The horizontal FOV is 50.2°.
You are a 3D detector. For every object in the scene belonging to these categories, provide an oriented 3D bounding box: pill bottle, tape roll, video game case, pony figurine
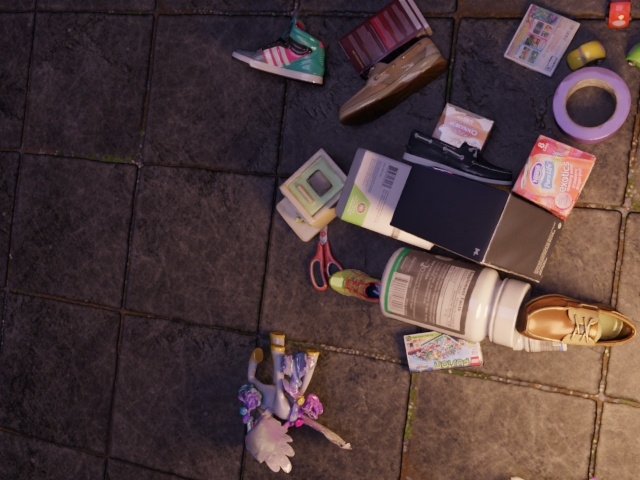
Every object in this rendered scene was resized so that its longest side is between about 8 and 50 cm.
[{"bbox_3d":[0.355,0.153,1.815,0.361,0.204,0.204,15,94,25],"label":"pill bottle"},{"bbox_3d":[0.705,-0.351,1.784,0.188,0.080,0.189,-1,88,20],"label":"tape roll"},{"bbox_3d":[0.600,-0.544,1.856,0.143,0.019,0.157,30,100,18],"label":"video game case"},{"bbox_3d":[-0.104,0.483,1.983,0.351,0.302,0.364,15,99,51],"label":"pony figurine"},{"bbox_3d":[0.581,0.258,1.819,0.137,0.078,0.078,-5,88,19],"label":"pill bottle"}]

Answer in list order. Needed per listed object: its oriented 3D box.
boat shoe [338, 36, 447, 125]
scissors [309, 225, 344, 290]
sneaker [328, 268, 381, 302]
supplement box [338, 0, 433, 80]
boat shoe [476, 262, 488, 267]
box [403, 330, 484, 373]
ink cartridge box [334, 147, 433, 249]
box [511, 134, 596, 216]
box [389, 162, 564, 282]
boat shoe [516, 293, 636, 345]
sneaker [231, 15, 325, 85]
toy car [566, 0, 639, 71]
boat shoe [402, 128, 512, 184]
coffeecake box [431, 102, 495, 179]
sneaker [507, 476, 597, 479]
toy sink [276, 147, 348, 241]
[{"bbox_3d":[0.190,-0.450,1.953,0.341,0.121,0.110,-31,75,6],"label":"boat shoe"},{"bbox_3d":[0.000,0.000,2.056,0.109,0.021,0.297,-13,85,18],"label":"scissors"},{"bbox_3d":[0.119,0.132,1.969,0.208,0.094,0.082,10,94,15],"label":"sneaker"},{"bbox_3d":[0.187,-0.588,1.972,0.239,0.073,0.130,-32,79,15],"label":"supplement box"},{"bbox_3d":[0.438,-0.009,1.887,0.072,0.068,0.190,-1,79,31],"label":"boat shoe"},{"bbox_3d":[0.347,0.307,1.922,0.206,0.036,0.114,-11,86,19],"label":"box"},{"bbox_3d":[0.203,-0.114,1.879,0.272,0.115,0.198,19,97,-12],"label":"ink cartridge box"},{"bbox_3d":[0.583,-0.150,1.707,0.142,0.300,0.154,28,99,17],"label":"box"},{"bbox_3d":[0.389,-0.046,1.695,0.296,0.294,0.183,26,98,43],"label":"box"},{"bbox_3d":[0.642,0.203,1.690,0.323,0.120,0.123,3,99,-22],"label":"boat shoe"},{"bbox_3d":[-0.115,-0.584,2.048,0.295,0.124,0.179,17,100,11],"label":"sneaker"},{"bbox_3d":[0.792,-0.508,1.769,0.225,0.053,0.239,38,101,16],"label":"toy car"},{"bbox_3d":[0.368,-0.220,1.811,0.302,0.114,0.091,18,102,16],"label":"boat shoe"},{"bbox_3d":[0.382,-0.267,1.902,0.142,0.068,0.186,26,98,17],"label":"coffeecake box"},{"bbox_3d":[0.639,0.664,1.789,0.282,0.102,0.161,29,95,7],"label":"sneaker"},{"bbox_3d":[-0.022,-0.128,1.996,0.234,0.131,0.153,-41,76,8],"label":"toy sink"}]
